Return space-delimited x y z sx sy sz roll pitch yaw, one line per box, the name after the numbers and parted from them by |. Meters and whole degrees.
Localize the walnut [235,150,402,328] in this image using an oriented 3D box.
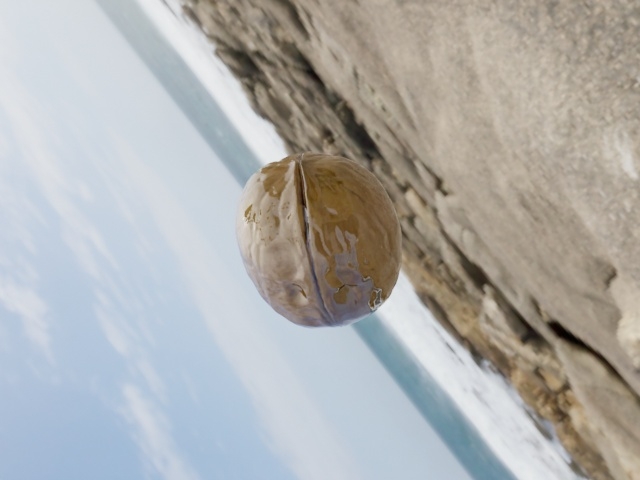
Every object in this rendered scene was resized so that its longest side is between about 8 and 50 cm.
0.000 0.000 0.841 0.167 0.167 0.207 49 164 45 | walnut
